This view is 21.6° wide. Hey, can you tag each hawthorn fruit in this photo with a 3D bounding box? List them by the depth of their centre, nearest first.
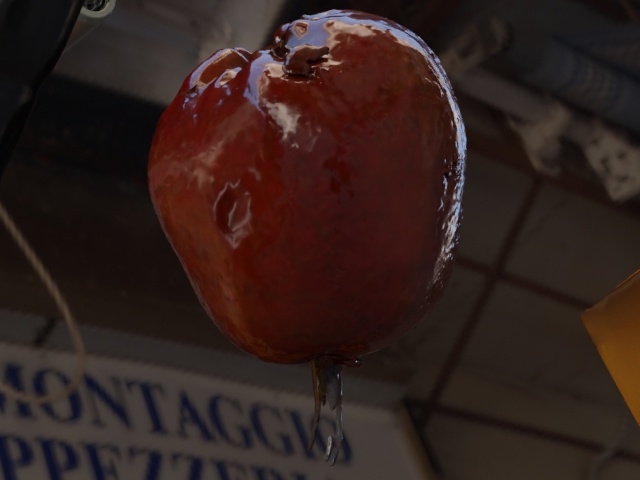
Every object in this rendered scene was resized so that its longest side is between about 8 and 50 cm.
[{"bbox_3d":[0.000,0.000,1.106,0.211,0.211,0.299,-10,-85,-17],"label":"hawthorn fruit"}]

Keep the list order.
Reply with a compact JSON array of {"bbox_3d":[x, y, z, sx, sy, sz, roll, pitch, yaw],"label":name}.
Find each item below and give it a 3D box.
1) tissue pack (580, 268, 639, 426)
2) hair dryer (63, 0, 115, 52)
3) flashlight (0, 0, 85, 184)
[{"bbox_3d":[0.255,0.031,0.514,0.145,0.194,0.274,-2,-30,-45],"label":"tissue pack"},{"bbox_3d":[-0.337,-0.227,1.724,0.236,0.073,0.131,-13,-8,-42],"label":"hair dryer"},{"bbox_3d":[-0.224,0.020,0.843,0.103,0.103,0.424,20,-85,-41],"label":"flashlight"}]
